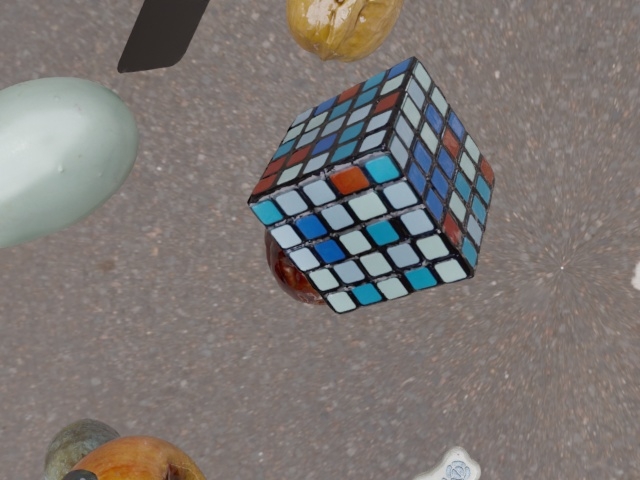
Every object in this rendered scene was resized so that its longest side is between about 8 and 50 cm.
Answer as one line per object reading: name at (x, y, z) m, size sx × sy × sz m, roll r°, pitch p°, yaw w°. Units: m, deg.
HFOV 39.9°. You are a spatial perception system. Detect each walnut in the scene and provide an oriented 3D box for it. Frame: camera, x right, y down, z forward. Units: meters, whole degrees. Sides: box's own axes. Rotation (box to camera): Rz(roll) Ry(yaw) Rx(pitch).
walnut at (0.042, -0.411, 1.500) m, size 0.195 × 0.195 × 0.221 m, roll 28°, pitch 105°, yaw 14°

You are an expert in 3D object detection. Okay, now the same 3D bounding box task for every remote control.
remote control at (0.221, 0.422, 1.558) m, size 0.122 × 0.032 × 0.074 m, roll -43°, pitch 91°, yaw 11°

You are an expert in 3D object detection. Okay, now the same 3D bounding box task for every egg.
egg at (-0.455, -0.114, 1.347) m, size 0.371 × 0.230 × 0.230 m, roll -29°, pitch 80°, yaw -16°

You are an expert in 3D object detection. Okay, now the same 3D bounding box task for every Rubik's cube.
Rubik's cube at (0.061, -0.056, 0.964) m, size 0.187 × 0.182 × 0.184 m, roll -19°, pitch 121°, yaw 32°

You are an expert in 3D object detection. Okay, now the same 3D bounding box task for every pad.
pad at (-0.288, -0.431, 1.701) m, size 0.004 × 0.181 × 0.267 m, roll 48°, pitch 128°, yaw 15°

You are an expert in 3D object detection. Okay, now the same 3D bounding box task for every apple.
apple at (-0.301, 0.462, 1.379) m, size 0.275 × 0.299 × 0.299 m, roll -28°, pitch 81°, yaw 9°

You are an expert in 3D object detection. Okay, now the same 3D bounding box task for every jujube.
jujube at (0.000, 0.000, 1.411) m, size 0.183 × 0.243 × 0.183 m, roll -4°, pitch 47°, yaw 5°

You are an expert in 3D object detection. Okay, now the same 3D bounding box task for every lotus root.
lotus root at (-0.447, 0.437, 1.714) m, size 0.175 × 0.349 × 0.175 m, roll 2°, pitch 85°, yaw -19°

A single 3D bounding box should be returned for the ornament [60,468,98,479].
ornament at (-0.090, 0.244, 0.472) m, size 0.236 × 0.080 × 0.202 m, roll 40°, pitch 105°, yaw -17°
